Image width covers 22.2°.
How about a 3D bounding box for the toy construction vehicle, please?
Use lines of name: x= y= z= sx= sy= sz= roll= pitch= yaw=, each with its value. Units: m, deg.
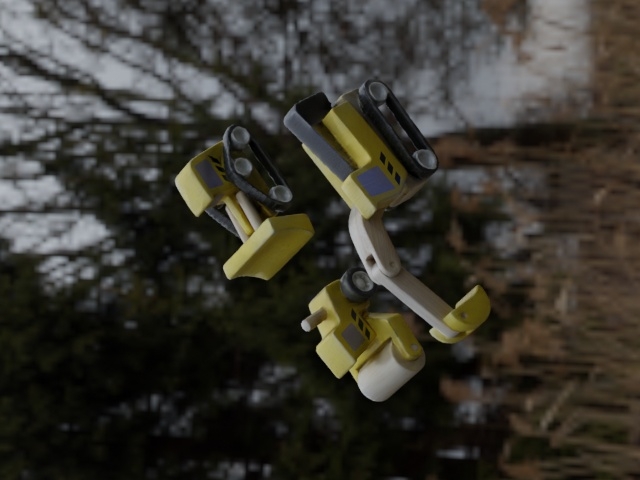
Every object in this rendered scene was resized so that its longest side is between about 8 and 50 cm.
toy construction vehicle: x=0.000 y=0.000 z=0.486 sx=0.035 sy=0.086 sz=0.098 roll=-26 pitch=-101 yaw=-42
